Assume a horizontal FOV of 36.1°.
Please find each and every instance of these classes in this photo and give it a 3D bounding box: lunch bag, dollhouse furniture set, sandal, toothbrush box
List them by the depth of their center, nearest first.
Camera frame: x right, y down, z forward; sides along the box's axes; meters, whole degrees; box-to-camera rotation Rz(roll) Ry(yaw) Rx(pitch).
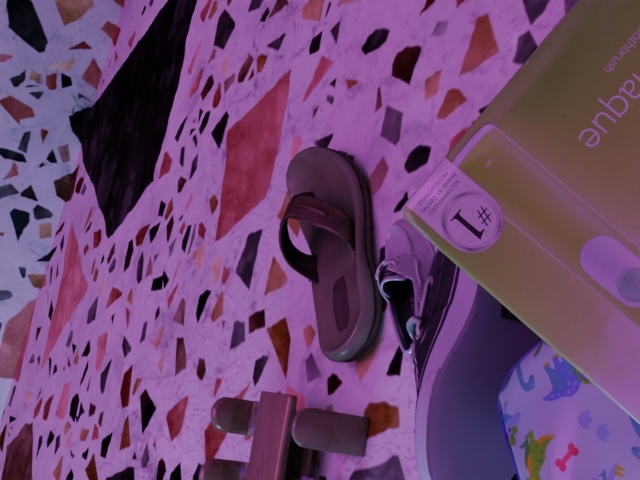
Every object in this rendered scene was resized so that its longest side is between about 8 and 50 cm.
[{"bbox_3d":[0.220,0.002,0.530,0.283,0.122,0.206,43,99,13],"label":"toothbrush box"},{"bbox_3d":[0.229,0.124,0.687,0.219,0.090,0.176,-52,36,34],"label":"lunch bag"},{"bbox_3d":[-0.086,0.287,1.091,0.212,0.161,0.242,-8,70,59],"label":"dollhouse furniture set"},{"bbox_3d":[0.001,0.000,1.152,0.120,0.086,0.303,-50,37,37],"label":"sandal"}]

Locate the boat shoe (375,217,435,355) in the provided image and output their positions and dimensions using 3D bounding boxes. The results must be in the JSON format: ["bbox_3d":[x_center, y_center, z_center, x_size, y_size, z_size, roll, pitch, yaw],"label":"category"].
[{"bbox_3d":[0.089,0.046,1.000,0.066,0.063,0.184,-47,40,41],"label":"boat shoe"}]

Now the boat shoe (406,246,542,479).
[{"bbox_3d":[0.128,0.079,0.868,0.105,0.113,0.307,-26,52,62],"label":"boat shoe"}]
